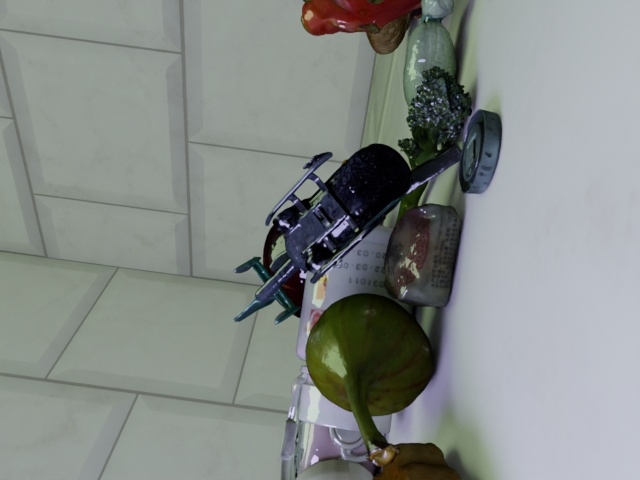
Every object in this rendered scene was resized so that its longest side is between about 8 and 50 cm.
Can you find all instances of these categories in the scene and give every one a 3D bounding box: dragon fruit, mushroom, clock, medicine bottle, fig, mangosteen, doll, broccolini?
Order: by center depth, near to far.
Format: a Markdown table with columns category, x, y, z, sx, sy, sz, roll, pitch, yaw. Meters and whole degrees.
| category | x | y | z | sx | sy | sz | roll | pitch | yaw |
| --- | --- | --- | --- | --- | --- | --- | --- | --- | --- |
| clock | 0.157 | -0.087 | 0.523 | 0.085 | 0.017 | 0.085 | 8 | -90 | -90 |
| fig | 0.039 | 0.154 | 0.567 | 0.259 | 0.152 | 0.151 | -45 | -35 | -67 |
| doll | 0.148 | -0.237 | 0.729 | 0.103 | 0.072 | 0.213 | -93 | 1 | -69 |
| broccolini | 0.129 | -0.081 | 0.756 | 0.392 | 0.074 | 0.078 | 93 | 167 | -59 |
| medicine bottle | 0.052 | 0.129 | 0.794 | 0.170 | 0.170 | 0.292 | 97 | -178 | -77 |
| dragon fruit | 0.081 | -0.445 | 0.851 | 0.305 | 0.306 | 0.225 | -82 | -8 | -59 |
| clock | 0.020 | 0.378 | 1.005 | 0.325 | 0.184 | 0.341 | 106 | 167 | -61 |
| mangosteen | 0.025 | 0.040 | 1.162 | 0.297 | 0.294 | 0.296 | 26 | -123 | -47 |
| mushroom | 0.165 | -0.591 | 1.266 | 0.278 | 0.146 | 0.277 | 6 | -90 | -79 |

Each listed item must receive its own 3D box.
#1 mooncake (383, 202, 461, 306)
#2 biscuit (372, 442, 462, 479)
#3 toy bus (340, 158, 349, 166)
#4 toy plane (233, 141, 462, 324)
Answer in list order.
| category | x | y | z | sx | sy | sz | roll | pitch | yaw |
| --- | --- | --- | --- | --- | --- | --- | --- | --- | --- |
| mooncake | 0.117 | 0.015 | 0.624 | 0.130 | 0.073 | 0.125 | 116 | 163 | -85 |
| biscuit | 0.069 | 0.366 | 0.443 | 0.358 | 0.075 | 0.380 | -78 | -6 | -55 |
| toy bus | 0.105 | -0.126 | 1.433 | 0.126 | 0.136 | 0.209 | 97 | 179 | -60 |
| toy plane | 0.000 | 0.000 | 0.663 | 0.381 | 0.106 | 0.155 | -46 | -13 | 28 |
